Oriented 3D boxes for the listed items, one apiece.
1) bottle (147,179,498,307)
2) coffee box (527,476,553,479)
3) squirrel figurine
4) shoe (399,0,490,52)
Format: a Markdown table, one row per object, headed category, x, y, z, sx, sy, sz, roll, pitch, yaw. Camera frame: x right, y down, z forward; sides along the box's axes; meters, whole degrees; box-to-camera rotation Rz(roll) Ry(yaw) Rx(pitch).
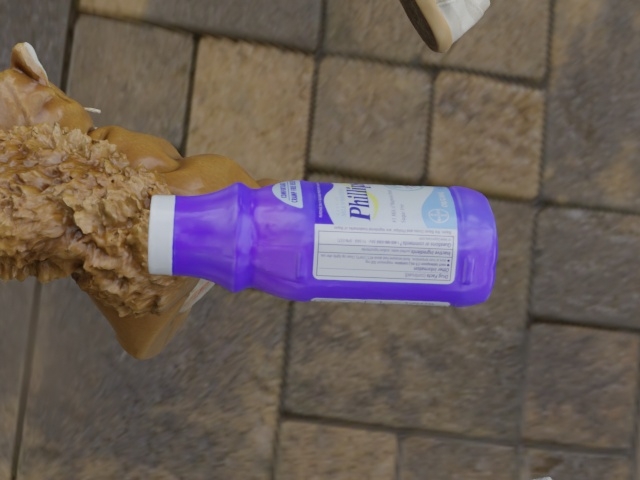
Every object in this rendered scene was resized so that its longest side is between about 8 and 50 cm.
| category | x | y | z | sx | sy | sz | roll | pitch | yaw |
| --- | --- | --- | --- | --- | --- | --- | --- | --- | --- |
| bottle | 0.000 | 0.000 | 1.277 | 0.283 | 0.118 | 0.092 | 2 | 110 | -3 |
| coffee box | 0.005 | 0.203 | 0.710 | 0.246 | 0.098 | 0.141 | -12 | 115 | 26 |
| squirrel figurine | -0.280 | -0.067 | 1.817 | 0.370 | 0.397 | 0.281 | 42 | 99 | 5 |
| shoe | 0.058 | -0.248 | 1.177 | 0.058 | 0.076 | 0.219 | -33 | 112 | 0 |
